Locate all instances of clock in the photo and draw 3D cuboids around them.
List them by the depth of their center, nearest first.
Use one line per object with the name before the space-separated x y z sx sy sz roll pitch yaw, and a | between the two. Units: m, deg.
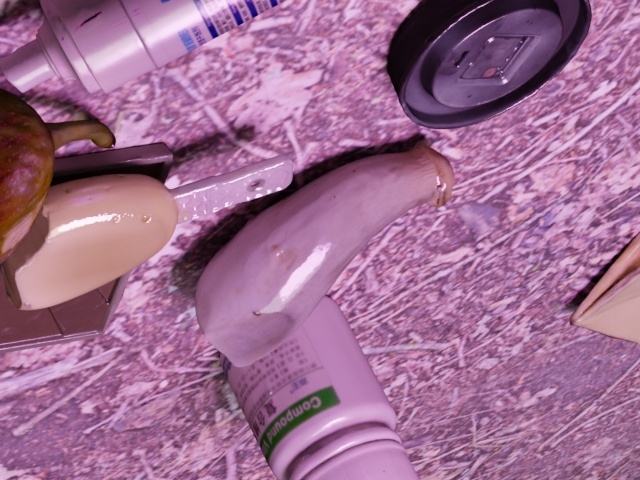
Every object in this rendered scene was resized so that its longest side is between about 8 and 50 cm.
clock | 0.143 -0.168 1.690 0.184 0.040 0.184 -22 152 -13

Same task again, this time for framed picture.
framed picture | -0.238 0.018 1.676 0.189 0.023 0.260 -11 147 -29

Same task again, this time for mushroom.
mushroom | 0.000 0.000 1.782 0.270 0.103 0.118 -37 151 5

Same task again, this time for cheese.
cheese | -0.142 -0.023 1.621 0.255 0.050 0.127 -20 148 -13

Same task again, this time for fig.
fig | -0.228 -0.059 1.470 0.245 0.149 0.149 -25 158 -46

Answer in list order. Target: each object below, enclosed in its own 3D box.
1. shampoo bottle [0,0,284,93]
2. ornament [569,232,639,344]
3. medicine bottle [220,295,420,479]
shampoo bottle | -0.088 -0.186 1.402 0.303 0.092 0.092 -28 152 0
ornament | 0.362 0.056 2.246 0.180 0.059 0.201 -22 149 -10
medicine bottle | 0.005 0.182 1.939 0.139 0.237 0.139 -22 153 -12
